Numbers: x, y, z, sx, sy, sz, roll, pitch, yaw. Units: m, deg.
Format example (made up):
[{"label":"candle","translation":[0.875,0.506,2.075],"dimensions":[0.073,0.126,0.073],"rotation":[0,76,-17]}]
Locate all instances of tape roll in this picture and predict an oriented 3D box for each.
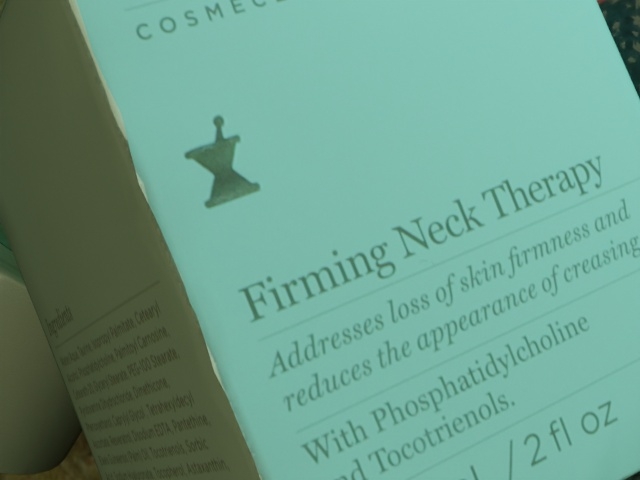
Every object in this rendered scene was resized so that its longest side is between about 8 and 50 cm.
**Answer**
[{"label":"tape roll","translation":[-0.296,0.072,1.047],"dimensions":[0.246,0.246,0.169],"rotation":[36,100,24]}]

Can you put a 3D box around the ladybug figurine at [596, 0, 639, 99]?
[{"label":"ladybug figurine","translation":[0.252,-0.104,0.856],"dimensions":[0.305,0.162,0.449],"rotation":[-21,76,21]}]

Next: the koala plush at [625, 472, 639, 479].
[{"label":"koala plush","translation":[0.187,0.241,0.635],"dimensions":[0.196,0.221,0.203],"rotation":[32,93,29]}]

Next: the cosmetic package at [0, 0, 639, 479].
[{"label":"cosmetic package","translation":[0.000,0.000,0.767],"dimensions":[0.327,0.329,0.393],"rotation":[-27,85,64]}]
